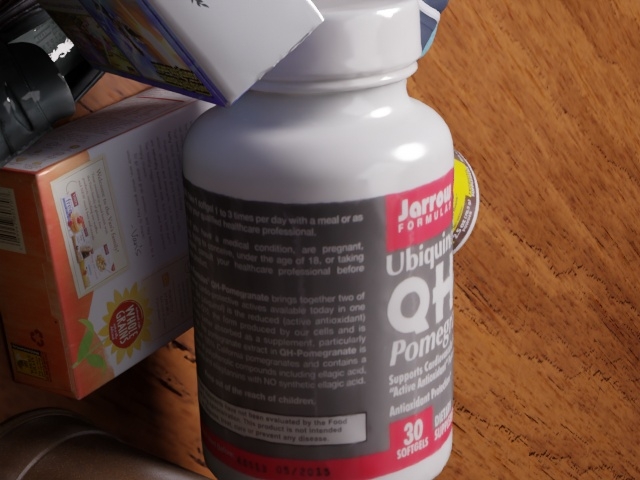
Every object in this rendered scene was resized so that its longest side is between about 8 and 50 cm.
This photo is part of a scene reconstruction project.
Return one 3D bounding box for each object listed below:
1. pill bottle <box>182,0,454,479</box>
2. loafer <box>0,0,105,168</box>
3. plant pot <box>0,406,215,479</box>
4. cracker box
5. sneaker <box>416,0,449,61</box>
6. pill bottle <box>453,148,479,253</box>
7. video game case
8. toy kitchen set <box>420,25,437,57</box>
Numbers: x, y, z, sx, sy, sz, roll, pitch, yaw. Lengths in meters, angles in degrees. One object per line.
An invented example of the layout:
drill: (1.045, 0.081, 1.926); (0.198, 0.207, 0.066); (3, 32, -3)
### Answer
pill bottle: (0.000, 0.000, 0.849); (0.176, 0.176, 0.318); (-27, 121, -50)
loafer: (-0.185, -0.094, 0.770); (0.223, 0.078, 0.076); (-53, 136, -35)
plant pot: (-0.129, 0.204, 0.833); (0.167, 0.165, 0.167); (-17, 110, -54)
cracker box: (-0.120, -0.014, 0.890); (0.232, 0.067, 0.156); (-32, 123, -48)
sneaker: (-0.009, -0.229, 0.913); (0.282, 0.099, 0.153); (38, 85, -34)
pill bottle: (0.036, -0.049, 1.063); (0.215, 0.117, 0.117); (18, 82, -55)
video game case: (-0.136, -0.182, 0.603); (0.061, 0.269, 0.244); (-42, 113, -10)
toy kitchen set: (0.048, -0.241, 1.040); (0.166, 0.122, 0.207); (-26, 117, -51)
